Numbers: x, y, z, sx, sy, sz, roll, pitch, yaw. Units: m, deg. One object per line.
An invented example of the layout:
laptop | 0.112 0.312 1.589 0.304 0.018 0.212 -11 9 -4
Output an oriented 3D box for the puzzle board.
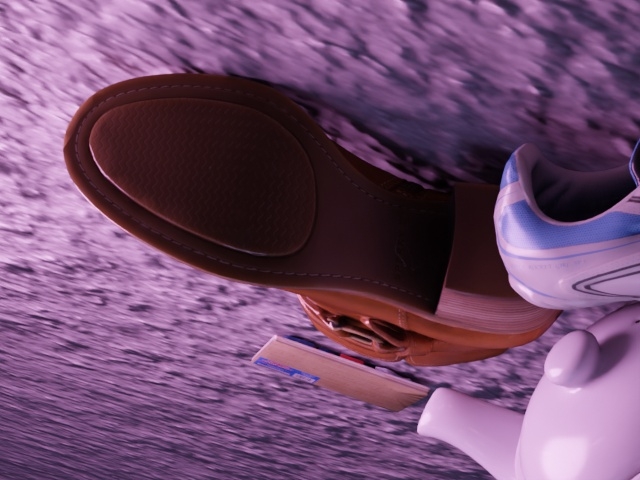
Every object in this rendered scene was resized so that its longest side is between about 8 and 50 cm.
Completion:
puzzle board | 0.015 0.104 1.475 0.128 0.011 0.096 20 163 -8

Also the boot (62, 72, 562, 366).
boot | 0.000 0.000 1.066 0.283 0.109 0.220 9 166 0

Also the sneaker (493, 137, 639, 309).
sneaker | 0.193 -0.011 0.874 0.237 0.085 0.086 -1 119 24

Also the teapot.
teapot | 0.198 0.111 1.002 0.187 0.256 0.252 41 -164 -20
